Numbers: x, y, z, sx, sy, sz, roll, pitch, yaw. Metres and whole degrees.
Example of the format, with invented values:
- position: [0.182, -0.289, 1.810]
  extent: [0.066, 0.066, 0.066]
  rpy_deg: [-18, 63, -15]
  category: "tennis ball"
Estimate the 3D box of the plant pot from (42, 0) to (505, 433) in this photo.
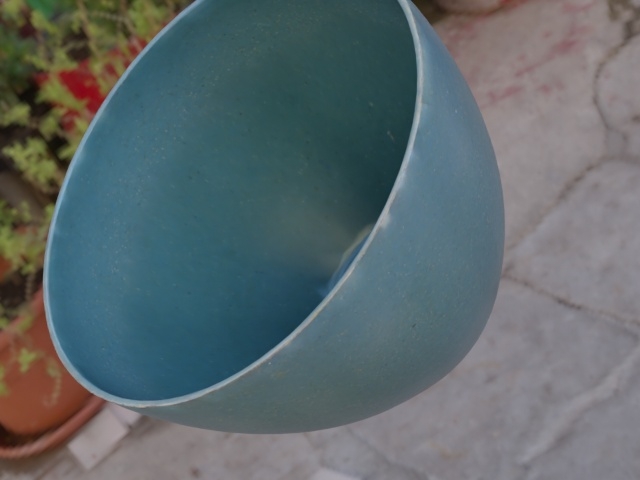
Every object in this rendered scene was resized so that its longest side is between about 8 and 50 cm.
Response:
- position: [0.000, 0.000, 0.879]
  extent: [0.290, 0.195, 0.290]
  rpy_deg: [-24, 49, 31]
  category: "plant pot"
